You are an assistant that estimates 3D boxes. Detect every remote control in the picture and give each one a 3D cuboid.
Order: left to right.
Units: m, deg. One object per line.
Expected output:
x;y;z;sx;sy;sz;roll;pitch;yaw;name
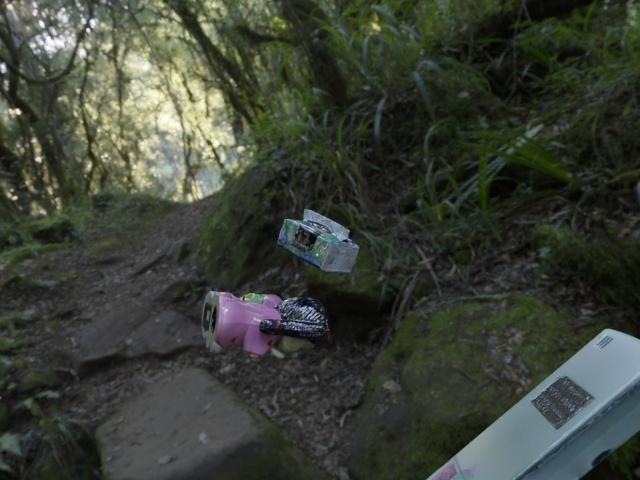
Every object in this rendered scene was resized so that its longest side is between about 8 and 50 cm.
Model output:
0.231;0.234;0.632;0.344;0.050;0.145;-43;0;6;remote control

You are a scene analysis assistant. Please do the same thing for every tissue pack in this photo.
0.000;-0.001;0.971;0.111;0.079;0.085;28;12;39;tissue pack

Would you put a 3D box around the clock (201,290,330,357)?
-0.093;0.136;0.960;0.196;0.100;0.194;7;-2;-17;clock
